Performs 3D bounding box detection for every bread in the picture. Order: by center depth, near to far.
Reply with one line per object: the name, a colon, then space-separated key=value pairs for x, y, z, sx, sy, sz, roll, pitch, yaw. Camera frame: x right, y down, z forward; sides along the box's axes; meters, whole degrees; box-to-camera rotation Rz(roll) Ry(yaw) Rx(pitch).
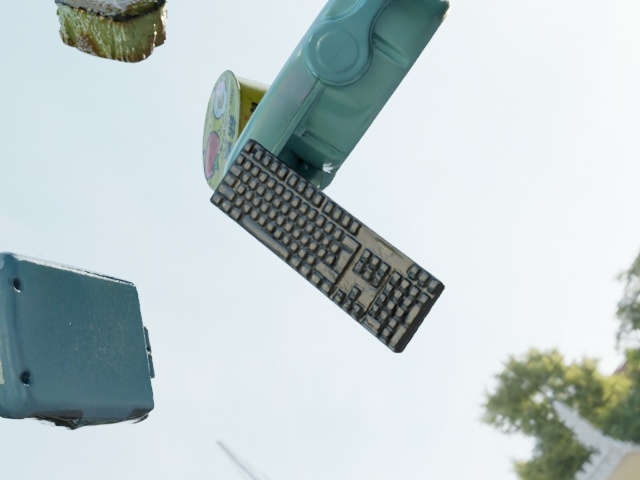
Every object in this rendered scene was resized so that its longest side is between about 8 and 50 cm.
bread: x=-0.258 y=-0.285 z=1.384 sx=0.128 sy=0.140 sz=0.069 roll=-50 pitch=-29 yaw=-46

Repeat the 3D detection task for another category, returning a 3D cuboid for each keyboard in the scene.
keyboard: x=0.000 y=0.000 z=0.807 sx=0.061 sy=0.204 sz=0.013 roll=-57 pitch=-29 yaw=9

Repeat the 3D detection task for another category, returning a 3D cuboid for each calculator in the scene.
calculator: x=-0.256 y=0.108 z=1.128 sx=0.051 sy=0.173 sz=0.293 roll=-15 pitch=-15 yaw=21

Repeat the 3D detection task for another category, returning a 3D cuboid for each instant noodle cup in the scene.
instant noodle cup: x=-0.086 y=-0.159 z=1.661 sx=0.144 sy=0.182 sz=0.182 roll=5 pitch=-61 yaw=-23

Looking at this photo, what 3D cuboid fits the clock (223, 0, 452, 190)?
clock: x=0.028 y=-0.153 z=0.974 sx=0.274 sy=0.094 sz=0.223 roll=-52 pitch=4 yaw=37
